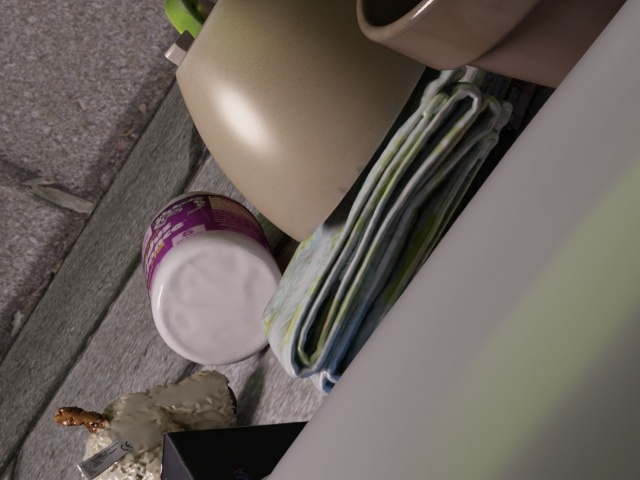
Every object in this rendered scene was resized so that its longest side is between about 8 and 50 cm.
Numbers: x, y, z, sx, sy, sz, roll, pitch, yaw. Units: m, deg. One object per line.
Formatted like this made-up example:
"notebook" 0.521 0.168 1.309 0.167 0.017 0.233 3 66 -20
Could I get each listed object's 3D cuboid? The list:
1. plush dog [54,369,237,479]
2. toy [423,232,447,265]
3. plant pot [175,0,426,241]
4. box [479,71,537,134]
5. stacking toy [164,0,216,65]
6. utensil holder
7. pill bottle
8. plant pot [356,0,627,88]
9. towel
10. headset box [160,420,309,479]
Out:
"plush dog" -0.215 0.294 1.971 0.262 0.211 0.225 -85 4 -52
"toy" 0.113 0.040 1.544 0.237 0.056 0.137 -24 43 66
"plant pot" -0.026 -0.169 1.614 0.284 0.191 0.284 -57 7 11
"box" 0.196 -0.171 1.671 0.137 0.027 0.094 -65 14 -8
"stacking toy" -0.056 -0.243 2.148 0.130 0.279 0.309 -46 19 17
"utensil holder" 0.180 0.100 0.785 0.385 0.327 0.327 -54 18 18
"pill bottle" -0.145 0.034 2.147 0.169 0.169 0.301 -60 16 10
"plant pot" 0.225 -0.226 1.215 0.323 0.280 0.323 -54 18 27
"towel" 0.048 -0.020 1.621 0.320 0.090 0.374 -59 6 1
"headset box" -0.028 0.292 1.177 0.246 0.131 0.283 -134 46 -59
